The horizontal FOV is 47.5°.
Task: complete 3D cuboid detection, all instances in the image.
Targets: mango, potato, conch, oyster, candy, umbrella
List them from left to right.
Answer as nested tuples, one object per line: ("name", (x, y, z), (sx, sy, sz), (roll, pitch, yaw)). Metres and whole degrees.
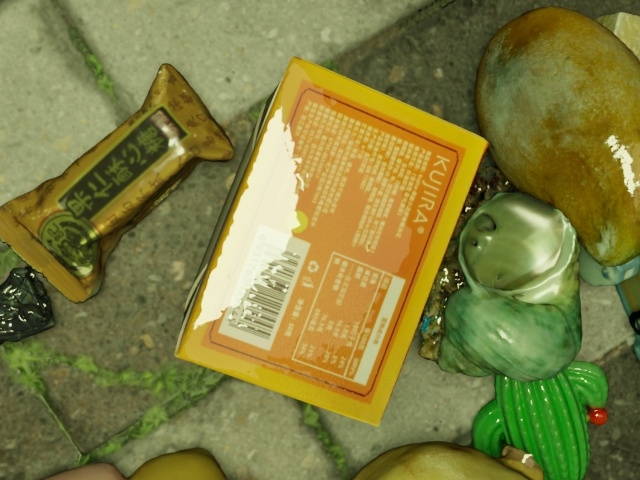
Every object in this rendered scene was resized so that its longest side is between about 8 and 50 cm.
("umbrella", (-0.406, 0.108, 0.793), (0.224, 0.071, 0.080), (-30, 68, -2))
("candy", (-0.222, -0.056, 0.800), (0.271, 0.101, 0.143), (-41, 91, 0))
("oyster", (0.195, 0.037, 0.873), (0.259, 0.092, 0.198), (-42, 101, -8))
("conch", (0.200, 0.062, 0.769), (0.176, 0.122, 0.188), (41, 71, -5))
("mango", (0.272, -0.120, 0.794), (0.146, 0.193, 0.316), (2, 54, -26))
("potato", (0.360, -0.215, 0.890), (0.061, 0.086, 0.122), (9, 97, -11))

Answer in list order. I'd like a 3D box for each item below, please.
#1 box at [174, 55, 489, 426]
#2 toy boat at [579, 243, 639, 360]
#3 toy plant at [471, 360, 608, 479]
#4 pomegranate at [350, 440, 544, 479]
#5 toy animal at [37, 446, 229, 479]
("box", (0.000, 0.000, 0.754), (0.213, 0.259, 0.284), (22, 89, -8))
("toy boat", (0.396, 0.059, 0.870), (0.133, 0.145, 0.332), (-25, 91, -17))
("toy plant", (0.265, 0.241, 0.894), (0.154, 0.088, 0.240), (9, 105, 6))
("pomegranate", (0.151, 0.369, 0.782), (0.332, 0.332, 0.333), (0, 92, -9))
("toy animal", (-0.206, 0.318, 0.790), (0.281, 0.195, 0.169), (-7, 53, -5))
